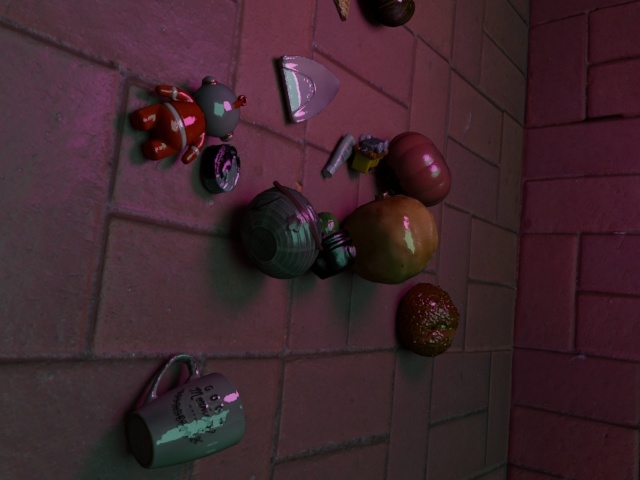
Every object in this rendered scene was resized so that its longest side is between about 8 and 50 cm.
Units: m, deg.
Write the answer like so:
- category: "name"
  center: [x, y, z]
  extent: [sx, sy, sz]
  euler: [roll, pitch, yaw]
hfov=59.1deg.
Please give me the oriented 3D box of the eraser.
- category: "eraser"
  center: [-0.030, -0.493, 1.816]
  extent: [0.243, 0.059, 0.204]
  euler: [-23, 108, -45]

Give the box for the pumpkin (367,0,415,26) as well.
- category: "pumpkin"
  center: [0.249, -0.903, 2.084]
  extent: [0.238, 0.159, 0.238]
  euler: [40, 39, -43]

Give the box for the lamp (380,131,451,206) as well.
- category: "lamp"
  center: [0.357, -0.260, 2.157]
  extent: [0.305, 0.239, 0.305]
  euler: [56, 5, -8]

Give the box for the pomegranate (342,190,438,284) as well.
- category: "pomegranate"
  center: [0.237, -0.012, 1.952]
  extent: [0.332, 0.332, 0.332]
  euler: [0, 90, -51]

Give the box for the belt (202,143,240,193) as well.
- category: "belt"
  center: [-0.268, -0.194, 1.523]
  extent: [0.105, 0.058, 0.140]
  euler: [26, 66, -55]

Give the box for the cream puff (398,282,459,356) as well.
- category: "cream puff"
  center: [0.455, 0.329, 2.307]
  extent: [0.303, 0.212, 0.303]
  euler: [-10, 103, -53]

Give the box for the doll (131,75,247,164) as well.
- category: "doll"
  center: [-0.315, -0.317, 1.437]
  extent: [0.336, 0.105, 0.200]
  euler: [-34, 115, -37]

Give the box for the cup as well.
- category: "cup"
  center: [-0.342, 0.407, 1.367]
  extent: [0.234, 0.186, 0.258]
  euler: [-7, 66, -43]

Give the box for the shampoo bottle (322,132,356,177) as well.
- category: "shampoo bottle"
  center: [0.066, -0.288, 1.952]
  extent: [0.190, 0.041, 0.069]
  euler: [-58, 144, -33]

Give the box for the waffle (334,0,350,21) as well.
- category: "waffle"
  center: [0.052, -0.841, 1.947]
  extent: [0.153, 0.023, 0.097]
  euler: [28, 68, -49]

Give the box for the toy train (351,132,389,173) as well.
- category: "toy train"
  center: [0.179, -0.313, 2.042]
  extent: [0.219, 0.089, 0.127]
  euler: [-32, 146, -64]

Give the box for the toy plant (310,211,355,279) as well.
- category: "toy plant"
  center: [0.000, 0.000, 1.788]
  extent: [0.218, 0.175, 0.235]
  euler: [-13, 73, -58]

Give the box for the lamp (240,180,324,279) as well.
- category: "lamp"
  center: [-0.108, -0.026, 1.592]
  extent: [0.233, 0.233, 0.265]
  euler: [-36, 99, -45]
